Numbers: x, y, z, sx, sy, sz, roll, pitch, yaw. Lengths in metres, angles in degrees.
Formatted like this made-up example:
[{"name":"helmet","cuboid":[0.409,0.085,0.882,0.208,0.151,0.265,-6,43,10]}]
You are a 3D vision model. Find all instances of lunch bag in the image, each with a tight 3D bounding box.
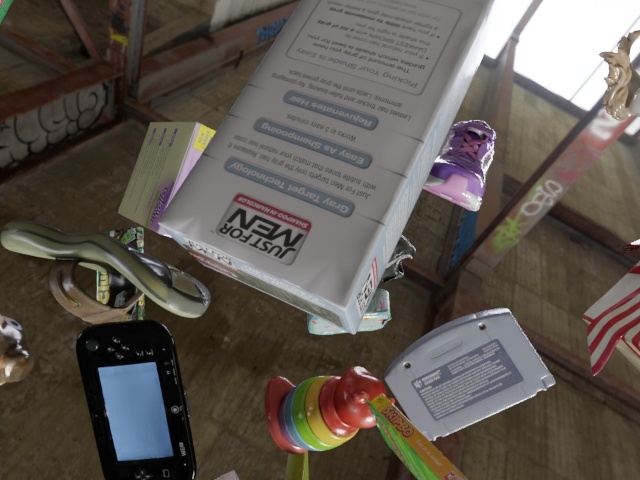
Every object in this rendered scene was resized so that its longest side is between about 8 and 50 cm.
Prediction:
[{"name":"lunch bag","cuboid":[0.094,0.244,1.507,0.279,0.224,0.108,-1,-118,-6]}]

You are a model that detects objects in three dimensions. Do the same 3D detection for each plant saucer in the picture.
[{"name":"plant saucer","cuboid":[-0.056,0.585,1.068,0.045,0.188,0.188,-1,-166,1]}]

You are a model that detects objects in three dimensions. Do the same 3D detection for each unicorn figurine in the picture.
[{"name":"unicorn figurine","cuboid":[0.345,-0.145,0.419,0.162,0.111,0.060,-4,-167,19]}]

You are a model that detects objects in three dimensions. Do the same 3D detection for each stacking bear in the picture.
[{"name":"stacking bear","cuboid":[0.025,0.357,0.973,0.175,0.289,0.164,28,-132,-28]}]

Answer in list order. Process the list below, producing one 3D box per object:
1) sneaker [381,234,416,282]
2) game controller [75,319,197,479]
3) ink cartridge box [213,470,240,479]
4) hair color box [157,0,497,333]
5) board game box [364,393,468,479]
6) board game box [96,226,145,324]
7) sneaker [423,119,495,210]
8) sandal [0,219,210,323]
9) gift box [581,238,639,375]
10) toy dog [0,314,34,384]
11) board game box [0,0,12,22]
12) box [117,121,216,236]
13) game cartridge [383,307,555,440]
[{"name":"sneaker","cuboid":[0.148,0.073,1.125,0.106,0.234,0.078,36,-147,-5]},{"name":"game controller","cuboid":[-0.310,0.289,0.776,0.166,0.319,0.067,-5,-169,11]},{"name":"ink cartridge box","cuboid":[-0.164,0.602,0.896,0.092,0.159,0.218,-26,-160,-10]},{"name":"hair color box","cuboid":[0.027,-0.118,0.468,0.185,0.113,0.374,23,-108,16]},{"name":"board game box","cuboid":[0.160,0.340,0.686,0.039,0.124,0.259,-33,-150,-18]},{"name":"board game box","cuboid":[-0.500,0.102,1.127,0.030,0.136,0.260,14,-110,-66]},{"name":"sneaker","cuboid":[0.187,-0.110,0.600,0.095,0.104,0.236,30,-158,9]},{"name":"sandal","cuboid":[-0.241,0.044,0.494,0.302,0.120,0.086,9,-107,30]},{"name":"gift box","cuboid":[0.460,0.111,0.460,0.258,0.276,0.255,45,180,-3]},{"name":"toy dog","cuboid":[-0.817,0.285,0.919,0.284,0.395,0.408,4,-156,32]},{"name":"board game box","cuboid":[-0.513,-0.240,0.452,0.317,0.046,0.214,2,-125,-13]},{"name":"box","cuboid":[-0.288,-0.120,0.925,0.117,0.214,0.243,21,177,-41]},{"name":"game cartridge","cuboid":[0.290,0.269,0.930,0.196,0.294,0.060,57,-163,-1]}]
